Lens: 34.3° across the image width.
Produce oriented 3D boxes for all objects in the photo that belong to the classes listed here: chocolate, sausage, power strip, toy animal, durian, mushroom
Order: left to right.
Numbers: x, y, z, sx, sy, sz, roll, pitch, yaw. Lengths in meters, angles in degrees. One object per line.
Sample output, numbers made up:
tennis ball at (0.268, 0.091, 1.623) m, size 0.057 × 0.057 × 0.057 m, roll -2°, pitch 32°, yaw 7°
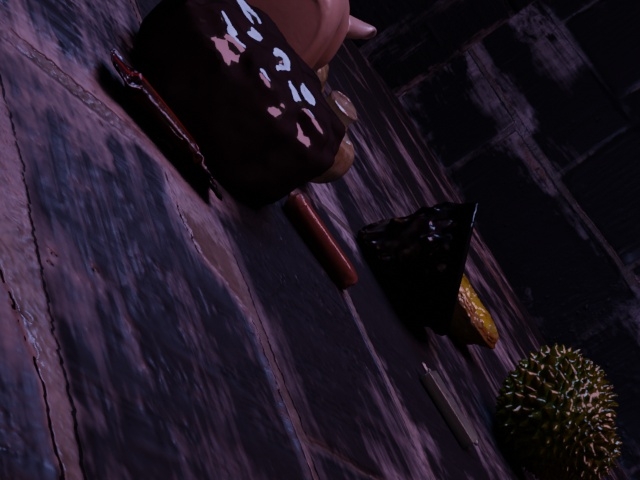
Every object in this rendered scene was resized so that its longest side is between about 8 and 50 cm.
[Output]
chocolate at (-0.159, -0.118, 1.060) m, size 0.182 × 0.028 × 0.086 m, roll 50°, pitch 6°, yaw -29°
toy animal at (-0.049, -0.338, 1.627) m, size 0.195 × 0.213 × 0.256 m, roll 50°, pitch 13°, yaw -6°
mushroom at (-0.013, -0.165, 1.515) m, size 0.166 × 0.127 × 0.166 m, roll 45°, pitch 14°, yaw -15°
sausage at (0.000, 0.000, 1.350) m, size 0.147 × 0.030 × 0.035 m, roll 55°, pitch 11°, yaw -4°
chocolate at (0.142, 0.033, 1.650) m, size 0.177 × 0.206 × 0.224 m, roll 13°, pitch -6°, yaw 10°
power strip at (0.176, 0.229, 1.445) m, size 0.136 × 0.019 × 0.051 m, roll 58°, pitch 14°, yaw 12°
durian at (0.383, 0.276, 1.686) m, size 0.237 × 0.200 × 0.176 m, roll -86°, pitch 160°, yaw -63°

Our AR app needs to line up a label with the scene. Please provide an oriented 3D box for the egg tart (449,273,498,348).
egg tart at (0.259, 0.127, 1.909) m, size 0.191 × 0.074 × 0.191 m, roll 53°, pitch 12°, yaw -16°

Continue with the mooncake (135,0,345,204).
mooncake at (-0.090, -0.182, 1.236) m, size 0.283 × 0.141 × 0.283 m, roll 49°, pitch 14°, yaw -17°

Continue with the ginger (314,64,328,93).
ginger at (-0.025, -0.324, 2.010) m, size 0.204 × 0.080 × 0.104 m, roll -87°, pitch 173°, yaw -70°
